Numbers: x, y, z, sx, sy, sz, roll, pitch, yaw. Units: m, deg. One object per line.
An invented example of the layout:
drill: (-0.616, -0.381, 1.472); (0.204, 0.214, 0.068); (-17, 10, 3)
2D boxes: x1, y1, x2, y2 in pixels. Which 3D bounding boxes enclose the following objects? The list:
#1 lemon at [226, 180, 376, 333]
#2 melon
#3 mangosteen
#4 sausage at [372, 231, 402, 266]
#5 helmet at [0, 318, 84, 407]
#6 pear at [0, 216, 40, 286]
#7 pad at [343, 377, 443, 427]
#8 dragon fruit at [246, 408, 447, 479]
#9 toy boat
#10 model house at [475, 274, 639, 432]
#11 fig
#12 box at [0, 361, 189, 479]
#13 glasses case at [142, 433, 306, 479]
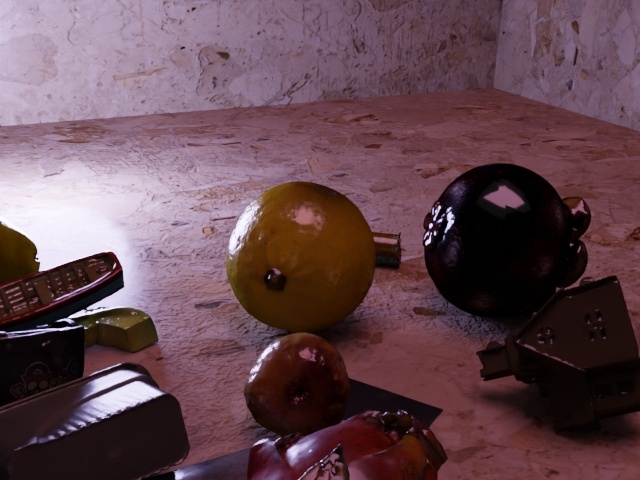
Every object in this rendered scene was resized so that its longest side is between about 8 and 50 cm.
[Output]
lemon: (-0.034, 0.030, 1.557); (0.297, 0.297, 0.297); (2, 22, -1)
melon: (-0.402, 0.166, 1.465); (0.209, 0.064, 0.118); (-19, 35, -38)
mangosteen: (0.372, 0.009, 1.639); (0.347, 0.307, 0.307); (14, 18, -16)
sausage: (0.000, 0.000, 1.902); (0.371, 0.082, 0.082); (6, 22, 11)
helmet: (-0.467, 0.206, 1.212); (0.278, 0.160, 0.230); (-14, -6, 34)
pear: (-0.653, 0.053, 1.528); (0.269, 0.212, 0.212); (-9, 24, -16)
pad: (0.087, 0.267, 1.336); (0.193, 0.004, 0.116); (13, 24, 28)
dragon fruit: (0.018, 0.316, 0.889); (0.250, 0.250, 0.315); (12, 64, 23)
toy boat: (-0.526, 0.120, 1.427); (0.392, 0.079, 0.136); (-23, 33, -19)
model house: (0.375, 0.199, 1.321); (0.243, 0.204, 0.211); (-15, -27, 16)
fig: (-0.047, 0.218, 1.301); (0.159, 0.159, 0.257); (-3, 3, -14)
box: (-0.302, 0.263, 1.075); (0.274, 0.138, 0.178); (-18, 10, -36)
glasses case: (-0.134, 0.328, 1.077); (0.299, 0.060, 0.114); (-11, 20, -30)
